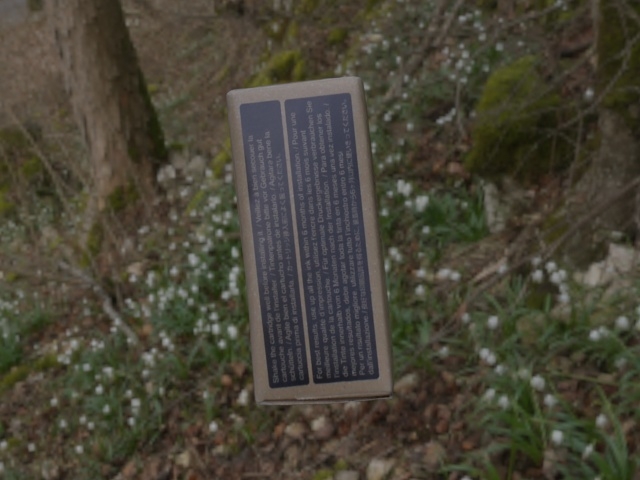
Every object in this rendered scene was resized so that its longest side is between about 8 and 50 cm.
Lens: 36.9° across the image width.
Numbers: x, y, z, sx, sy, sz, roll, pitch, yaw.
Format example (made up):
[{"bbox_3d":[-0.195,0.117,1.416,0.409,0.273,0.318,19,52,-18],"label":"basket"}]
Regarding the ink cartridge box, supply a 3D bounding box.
[{"bbox_3d":[0.000,0.000,0.671,0.088,0.193,0.235,-5,0,3],"label":"ink cartridge box"}]
